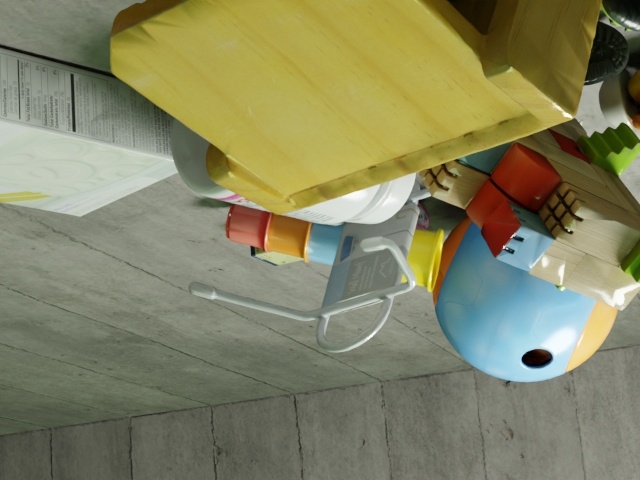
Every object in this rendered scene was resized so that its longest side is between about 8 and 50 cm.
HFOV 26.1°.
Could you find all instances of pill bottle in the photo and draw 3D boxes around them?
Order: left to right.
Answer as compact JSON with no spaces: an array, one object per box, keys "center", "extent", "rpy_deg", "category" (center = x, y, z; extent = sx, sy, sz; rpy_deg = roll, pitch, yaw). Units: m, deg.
[{"center":[-0.024,-0.106,1.634],"extent":[0.160,0.160,0.283],"rpy_deg":[-18,159,38],"category":"pill bottle"}]

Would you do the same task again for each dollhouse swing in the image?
[{"center":[0.026,-0.220,1.289],"extent":[0.347,0.315,0.305],"rpy_deg":[-17,128,37],"category":"dollhouse swing"}]

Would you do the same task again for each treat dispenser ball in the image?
[{"center":[0.317,0.075,2.135],"extent":[0.288,0.288,0.288],"rpy_deg":[-4,164,-1],"category":"treat dispenser ball"}]

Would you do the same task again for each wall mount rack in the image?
[{"center":[0.000,0.000,1.882],"extent":[0.304,0.350,0.130],"rpy_deg":[-17,124,27],"category":"wall mount rack"}]

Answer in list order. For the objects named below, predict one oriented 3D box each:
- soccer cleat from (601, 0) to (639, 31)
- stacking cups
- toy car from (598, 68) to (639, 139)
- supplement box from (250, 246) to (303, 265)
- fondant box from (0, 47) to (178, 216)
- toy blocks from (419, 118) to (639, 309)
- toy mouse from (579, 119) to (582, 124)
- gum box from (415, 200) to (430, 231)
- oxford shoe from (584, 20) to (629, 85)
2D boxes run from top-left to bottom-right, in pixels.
[{"center":[0.366,-0.252,1.441],"extent":[0.179,0.060,0.072],"rpy_deg":[-2,155,-35],"category":"soccer cleat"},{"center":[0.017,0.005,2.022],"extent":[0.316,0.096,0.096],"rpy_deg":[9,166,9],"category":"stacking cups"},{"center":[0.437,-0.146,1.675],"extent":[0.159,0.136,0.182],"rpy_deg":[-15,161,30],"category":"toy car"},{"center":[-0.057,-0.001,2.182],"extent":[0.083,0.056,0.083],"rpy_deg":[-13,162,24],"category":"supplement box"},{"center":[-0.350,-0.123,1.601],"extent":[0.330,0.096,0.238],"rpy_deg":[12,157,-42],"category":"fondant box"},{"center":[0.222,-0.078,1.573],"extent":[0.261,0.381,0.190],"rpy_deg":[21,117,-30],"category":"toy blocks"},{"center":[0.285,-0.137,1.852],"extent":[0.143,0.031,0.161],"rpy_deg":[0,163,-16],"category":"toy mouse"},{"center":[0.067,-0.025,2.123],"extent":[0.188,0.062,0.107],"rpy_deg":[-13,162,25],"category":"gum box"},{"center":[0.228,-0.207,1.538],"extent":[0.227,0.082,0.096],"rpy_deg":[-2,-178,-5],"category":"oxford shoe"}]
